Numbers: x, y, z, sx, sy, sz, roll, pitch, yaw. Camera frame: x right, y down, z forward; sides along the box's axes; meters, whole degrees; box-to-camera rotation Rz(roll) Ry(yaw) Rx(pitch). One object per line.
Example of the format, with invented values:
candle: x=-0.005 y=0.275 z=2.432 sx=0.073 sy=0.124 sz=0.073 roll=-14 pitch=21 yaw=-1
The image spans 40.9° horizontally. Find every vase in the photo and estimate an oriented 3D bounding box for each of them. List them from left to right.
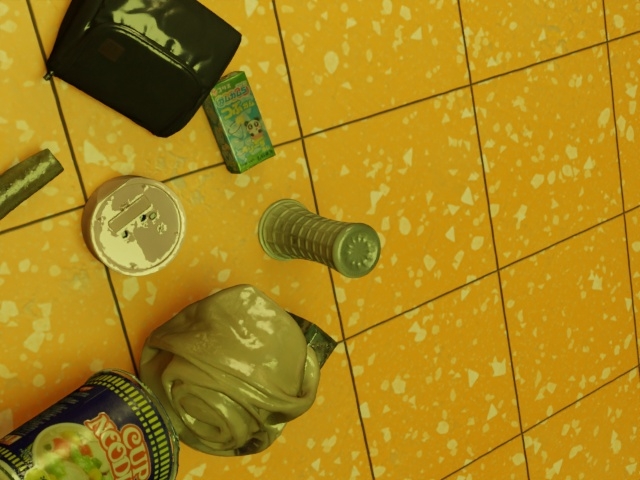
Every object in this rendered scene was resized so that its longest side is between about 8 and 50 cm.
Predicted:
vase: x=0.000 y=0.000 z=1.805 sx=0.143 sy=0.299 sz=0.143 roll=-7 pitch=103 yaw=-31

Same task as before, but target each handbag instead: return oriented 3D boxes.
handbag: x=-0.329 y=-0.351 z=1.609 sx=0.302 sy=0.178 sz=0.275 roll=32 pitch=82 yaw=-32

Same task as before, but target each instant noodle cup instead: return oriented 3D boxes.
instant noodle cup: x=-0.461 y=0.412 z=1.546 sx=0.312 sy=0.284 sz=0.284 roll=-23 pitch=113 yaw=-54

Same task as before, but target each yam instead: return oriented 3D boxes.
yam: x=-0.558 y=-0.103 z=1.580 sx=0.169 sy=0.068 sz=0.068 roll=-44 pitch=118 yaw=-18

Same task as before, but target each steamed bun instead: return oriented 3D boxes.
steamed bun: x=-0.182 y=0.289 z=1.700 sx=0.342 sy=0.255 sz=0.367 roll=38 pitch=122 yaw=-19

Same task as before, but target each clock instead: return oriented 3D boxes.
clock: x=-0.370 y=-0.030 z=1.709 sx=0.197 sy=0.068 sz=0.197 roll=-6 pitch=102 yaw=-31

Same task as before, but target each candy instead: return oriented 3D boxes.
candy: x=-0.175 y=-0.245 z=1.793 sx=0.097 sy=0.062 sz=0.194 roll=-30 pitch=112 yaw=-23

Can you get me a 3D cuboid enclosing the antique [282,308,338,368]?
antique: x=-0.050 y=0.220 z=1.884 sx=0.086 sy=0.183 sz=0.088 roll=41 pitch=76 yaw=-30
